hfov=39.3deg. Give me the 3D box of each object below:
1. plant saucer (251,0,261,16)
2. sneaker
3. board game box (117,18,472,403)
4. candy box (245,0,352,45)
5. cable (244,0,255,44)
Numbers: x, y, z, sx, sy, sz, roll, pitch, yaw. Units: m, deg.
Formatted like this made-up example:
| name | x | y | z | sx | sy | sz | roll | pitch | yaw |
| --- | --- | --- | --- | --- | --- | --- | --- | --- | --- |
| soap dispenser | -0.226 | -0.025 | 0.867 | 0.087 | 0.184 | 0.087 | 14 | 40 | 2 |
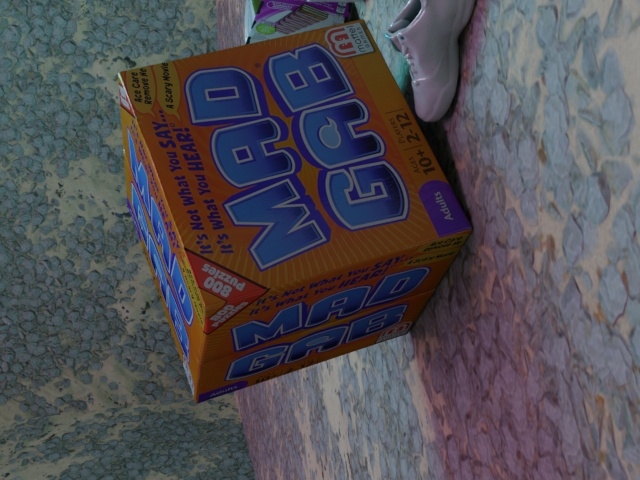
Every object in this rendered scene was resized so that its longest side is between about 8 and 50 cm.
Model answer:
| name | x | y | z | sx | sy | sz | roll | pitch | yaw |
| --- | --- | --- | --- | --- | --- | --- | --- | --- | --- |
| plant saucer | -0.094 | -0.518 | 1.961 | 0.241 | 0.037 | 0.241 | -10 | -90 | -72 |
| sneaker | 0.124 | -0.240 | 1.112 | 0.080 | 0.094 | 0.212 | -109 | 18 | -45 |
| board game box | -0.060 | -0.034 | 1.285 | 0.356 | 0.356 | 0.356 | 109 | 142 | -61 |
| candy box | -0.042 | -0.332 | 1.531 | 0.071 | 0.159 | 0.233 | 99 | -177 | -52 |
| cable | -0.136 | -0.514 | 2.238 | 0.257 | 0.089 | 0.257 | 168 | 97 | -78 |
